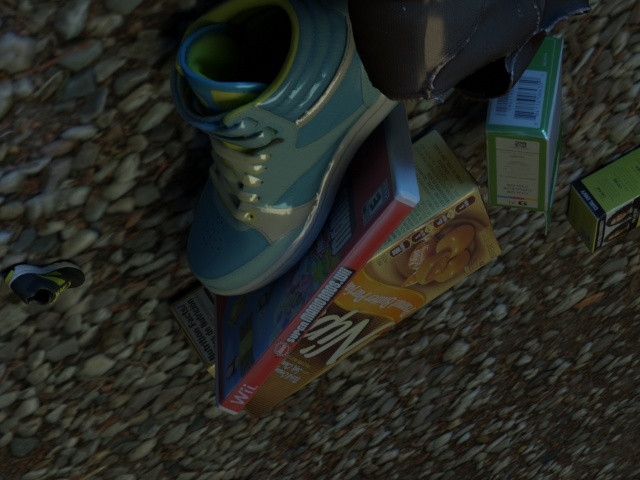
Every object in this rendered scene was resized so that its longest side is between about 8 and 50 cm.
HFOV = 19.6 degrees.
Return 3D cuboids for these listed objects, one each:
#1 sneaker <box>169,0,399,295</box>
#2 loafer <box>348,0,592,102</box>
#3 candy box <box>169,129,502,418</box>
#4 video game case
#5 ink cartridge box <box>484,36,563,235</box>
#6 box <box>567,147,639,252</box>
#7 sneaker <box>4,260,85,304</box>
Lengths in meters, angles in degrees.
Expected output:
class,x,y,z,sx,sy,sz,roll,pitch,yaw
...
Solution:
class,x,y,z,sx,sy,sz,roll,pitch,yaw
sneaker,-0.069,-0.084,1.499,0.208,0.127,0.319,-3,131,-50
loafer,0.114,-0.178,1.439,0.366,0.133,0.130,-19,118,-58
candy box,0.021,0.038,1.853,0.316,0.087,0.183,-34,155,-1
video game case,-0.011,-0.006,1.630,0.025,0.204,0.285,25,124,-23
ink cartridge box,0.197,-0.099,1.784,0.062,0.109,0.209,7,156,10
box,0.396,-0.077,2.128,0.232,0.058,0.087,-28,153,-12
sneaker,-0.238,0.041,1.615,0.083,0.035,0.031,-4,142,-47
